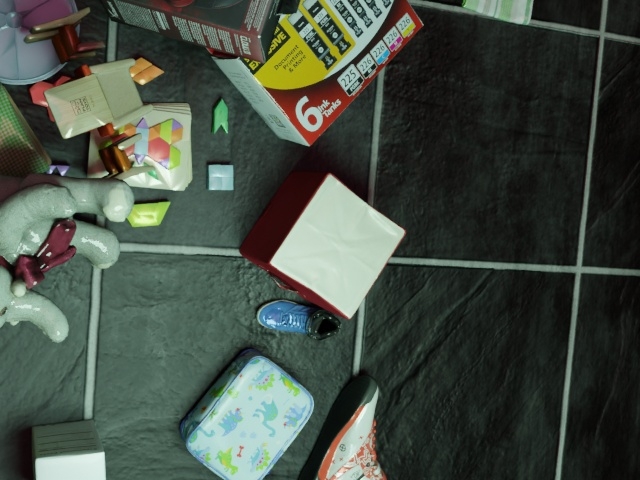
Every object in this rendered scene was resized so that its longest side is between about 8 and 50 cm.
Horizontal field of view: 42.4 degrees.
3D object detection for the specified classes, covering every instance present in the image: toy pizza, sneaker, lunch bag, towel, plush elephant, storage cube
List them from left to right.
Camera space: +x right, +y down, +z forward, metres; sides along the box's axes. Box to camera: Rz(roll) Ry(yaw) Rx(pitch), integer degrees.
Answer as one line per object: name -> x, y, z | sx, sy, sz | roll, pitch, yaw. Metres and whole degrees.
plush elephant -> -0.451, 0.039, 1.208 | 0.330, 0.272, 0.255 | 14, 64, -22
toy pizza -> -0.491, -0.351, 1.322 | 0.201, 0.032, 0.201 | -2, 97, -19
lunch bag -> -0.130, 0.324, 1.489 | 0.176, 0.090, 0.219 | 41, 80, -18
sneaker -> -0.036, 0.146, 1.511 | 0.152, 0.084, 0.058 | 11, 91, -21
storage cube -> 0.000, 0.000, 1.454 | 0.184, 0.193, 0.215 | 36, 83, -20
sneaker -> 0.075, 0.397, 1.576 | 0.145, 0.090, 0.270 | 28, 88, -22
towel -> 0.358, -0.498, 1.634 | 0.152, 0.023, 0.113 | 8, 91, -21

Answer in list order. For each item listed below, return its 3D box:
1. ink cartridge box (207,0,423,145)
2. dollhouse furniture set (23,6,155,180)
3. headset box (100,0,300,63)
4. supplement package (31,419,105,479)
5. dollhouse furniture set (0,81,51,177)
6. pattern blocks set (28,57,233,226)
ink cartridge box -> -0.024, -0.370, 1.419 | 0.309, 0.130, 0.272 | -48, 120, -10
dollhouse furniture set -> -0.358, -0.203, 1.237 | 0.135, 0.259, 0.262 | -26, 104, -23
headset box -> -0.166, -0.419, 1.277 | 0.293, 0.110, 0.218 | 17, 81, 3
supplement package -> -0.410, 0.369, 1.339 | 0.105, 0.179, 0.105 | -2, 96, -21
dollhouse furniture set -> -0.570, -0.182, 1.226 | 0.198, 0.151, 0.301 | -31, 106, -4
pattern blocks set -> -0.309, -0.165, 1.411 | 0.325, 0.026, 0.285 | -12, 99, -20
